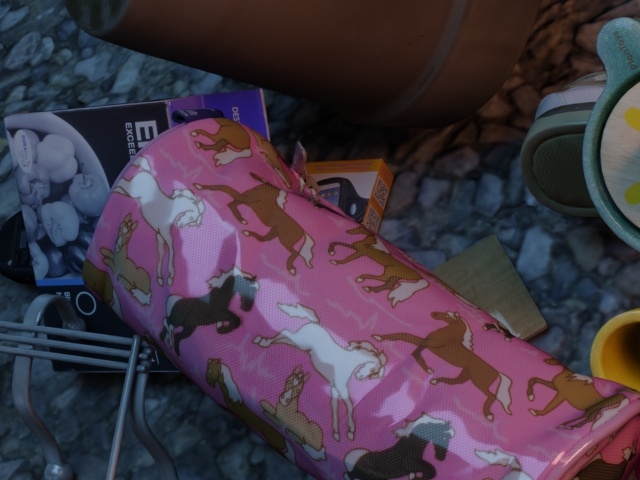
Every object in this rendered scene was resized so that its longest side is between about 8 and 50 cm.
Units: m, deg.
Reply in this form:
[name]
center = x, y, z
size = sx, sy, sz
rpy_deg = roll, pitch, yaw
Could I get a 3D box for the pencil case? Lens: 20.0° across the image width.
[pencil case]
center = 0.027, 0.070, 1.160
size = 0.386, 0.160, 0.167
rpy_deg = 37, 96, 27

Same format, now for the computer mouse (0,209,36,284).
[computer mouse]
center = -0.154, -0.002, 1.471
size = 0.242, 0.041, 0.071
rpy_deg = -5, 62, 19

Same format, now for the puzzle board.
[puzzle board]
center = 0.088, 0.061, 1.290
size = 0.128, 0.011, 0.096
rpy_deg = -31, 47, 6

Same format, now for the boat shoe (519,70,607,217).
[boat shoe]
center = 0.289, -0.075, 1.203
size = 0.302, 0.113, 0.103
rpy_deg = 5, 39, 19

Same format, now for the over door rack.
[over door rack]
center = -0.228, 0.197, 1.313
size = 0.239, 0.108, 0.324
rpy_deg = 4, 69, 33

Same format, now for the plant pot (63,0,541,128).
[plant pot]
center = -0.035, -0.238, 1.314
size = 0.280, 0.323, 0.323
rpy_deg = -4, 37, -28

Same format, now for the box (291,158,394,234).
[box]
center = 0.000, 0.000, 1.379
size = 0.081, 0.028, 0.136
rpy_deg = -2, 53, 29

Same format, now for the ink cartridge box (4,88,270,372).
[ink cartridge box]
center = -0.125, -0.003, 1.350
size = 0.208, 0.206, 0.045
rpy_deg = -4, 12, 28

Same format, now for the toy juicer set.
[toy juicer set]
center = 0.261, -0.053, 1.096
size = 0.209, 0.329, 0.089
rpy_deg = 0, 12, 24
